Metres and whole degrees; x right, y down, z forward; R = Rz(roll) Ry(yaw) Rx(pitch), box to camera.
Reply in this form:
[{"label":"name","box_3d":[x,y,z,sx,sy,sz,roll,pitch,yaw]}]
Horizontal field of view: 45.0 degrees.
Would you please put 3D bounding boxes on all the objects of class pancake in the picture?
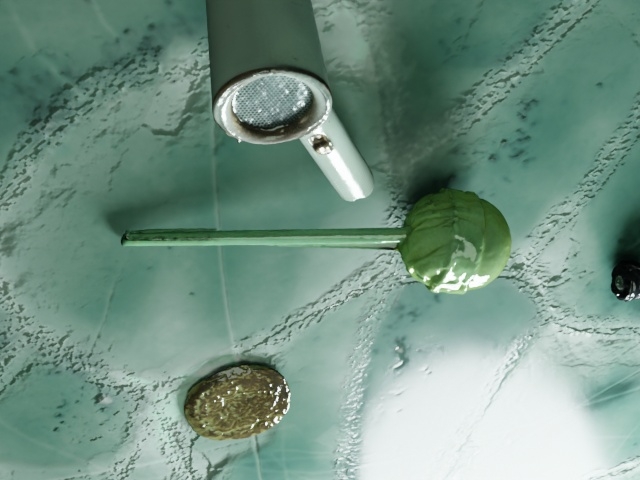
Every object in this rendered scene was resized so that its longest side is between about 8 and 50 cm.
[{"label":"pancake","box_3d":[-0.084,0.167,0.787,0.114,0.011,0.115,-8,127,-11]}]

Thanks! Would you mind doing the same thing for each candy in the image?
[{"label":"candy","box_3d":[0.000,0.000,0.664,0.335,0.093,0.092,0,82,-6]}]

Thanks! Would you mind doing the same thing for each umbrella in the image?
[{"label":"umbrella","box_3d":[0.396,0.043,0.816,0.188,0.050,0.046,-1,147,-16]}]

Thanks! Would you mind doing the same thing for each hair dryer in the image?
[{"label":"hair dryer","box_3d":[-0.004,-0.101,0.567,0.073,0.131,0.236,-19,149,17]}]
